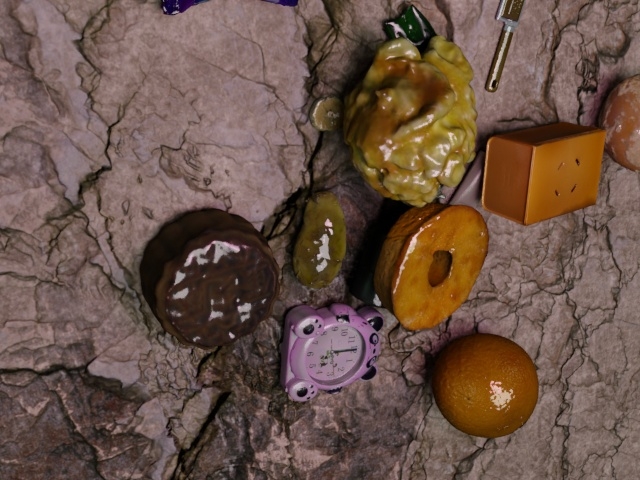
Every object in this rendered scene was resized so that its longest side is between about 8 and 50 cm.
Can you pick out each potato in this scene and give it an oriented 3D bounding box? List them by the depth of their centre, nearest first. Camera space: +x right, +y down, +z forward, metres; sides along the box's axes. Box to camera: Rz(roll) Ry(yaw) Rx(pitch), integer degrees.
[{"bbox_3d":[0.000,0.000,1.845,0.117,0.090,0.226,5,101,-20],"label":"potato"}]

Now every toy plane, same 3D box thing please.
[{"bbox_3d":[0.255,-0.098,1.958,0.083,0.033,0.080,-28,120,-5],"label":"toy plane"}]

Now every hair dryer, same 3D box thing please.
[{"bbox_3d":[0.230,0.043,1.975,0.302,0.116,0.244,13,104,-40],"label":"hair dryer"}]

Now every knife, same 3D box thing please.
[{"bbox_3d":[0.428,-0.507,1.879,0.061,0.027,0.343,9,106,-23],"label":"knife"}]

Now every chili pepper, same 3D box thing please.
[{"bbox_3d":[0.229,-0.420,1.802,0.224,0.061,0.098,33,101,-33],"label":"chili pepper"}]

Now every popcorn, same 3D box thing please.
[{"bbox_3d":[0.186,-0.242,1.729,0.274,0.336,0.279,16,145,-30],"label":"popcorn"}]

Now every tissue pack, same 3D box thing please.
[{"bbox_3d":[0.526,-0.168,1.956,0.274,0.145,0.195,-14,118,-37],"label":"tissue pack"}]

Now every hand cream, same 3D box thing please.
[{"bbox_3d":[0.372,-0.139,1.989,0.087,0.054,0.186,19,106,-31],"label":"hand cream"}]

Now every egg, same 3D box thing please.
[{"bbox_3d":[0.788,-0.287,2.033,0.203,0.203,0.245,-21,111,-16],"label":"egg"}]

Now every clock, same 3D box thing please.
[{"bbox_3d":[0.028,0.256,1.962,0.247,0.090,0.228,-4,112,-25],"label":"clock"}]

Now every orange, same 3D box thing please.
[{"bbox_3d":[0.415,0.362,2.083,0.274,0.274,0.274,-9,113,-22],"label":"orange"}]

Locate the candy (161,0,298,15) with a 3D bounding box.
[{"bbox_3d":[-0.173,-0.511,1.578,0.275,0.070,0.145,-9,106,-17],"label":"candy"}]

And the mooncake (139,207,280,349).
[{"bbox_3d":[-0.223,0.084,1.734,0.290,0.161,0.291,-10,116,-22],"label":"mooncake"}]

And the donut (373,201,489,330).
[{"bbox_3d":[0.237,0.046,1.839,0.302,0.110,0.303,-22,126,-33],"label":"donut"}]

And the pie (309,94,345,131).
[{"bbox_3d":[0.016,-0.272,1.785,0.084,0.020,0.085,-8,112,-20],"label":"pie"}]
